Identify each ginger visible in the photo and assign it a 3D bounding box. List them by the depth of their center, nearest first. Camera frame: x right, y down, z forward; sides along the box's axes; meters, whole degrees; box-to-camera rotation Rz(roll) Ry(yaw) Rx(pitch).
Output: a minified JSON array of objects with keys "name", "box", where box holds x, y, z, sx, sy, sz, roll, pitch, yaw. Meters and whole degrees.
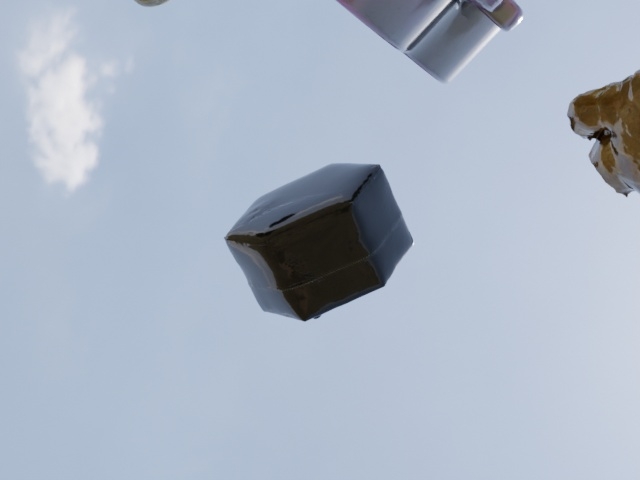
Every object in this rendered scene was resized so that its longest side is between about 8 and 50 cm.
[{"name":"ginger","box":[0.315,-0.061,1.065,0.157,0.216,0.102,-35,-164,44]}]

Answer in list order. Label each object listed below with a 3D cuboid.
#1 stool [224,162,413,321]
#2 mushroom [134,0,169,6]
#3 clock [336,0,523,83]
[{"name":"stool","box":[0.000,0.000,1.685,0.232,0.232,0.141,-11,-67,38]},{"name":"mushroom","box":[-0.267,-0.409,2.019,0.083,0.083,0.067,0,-58,40]},{"name":"clock","box":[0.027,-0.261,1.077,0.102,0.338,0.338,-49,-126,11]}]
